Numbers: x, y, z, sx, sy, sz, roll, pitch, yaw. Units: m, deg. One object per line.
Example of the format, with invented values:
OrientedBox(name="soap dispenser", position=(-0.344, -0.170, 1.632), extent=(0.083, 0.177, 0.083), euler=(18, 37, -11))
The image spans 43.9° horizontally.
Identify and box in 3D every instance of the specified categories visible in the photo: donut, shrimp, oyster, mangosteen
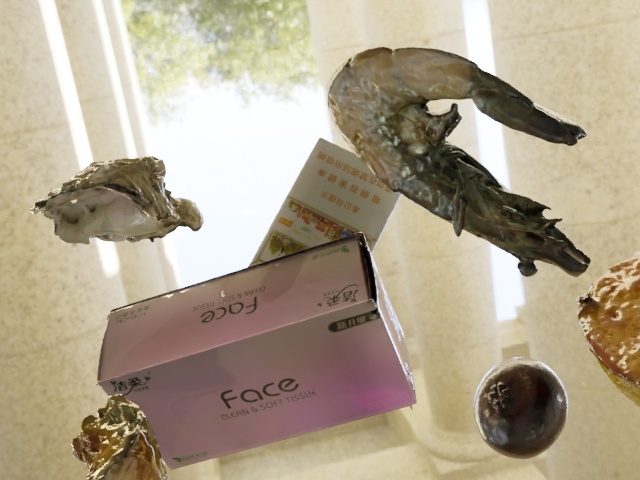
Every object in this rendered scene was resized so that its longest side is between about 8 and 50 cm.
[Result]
OrientedBox(name="donut", position=(0.410, 0.088, 0.867), extent=(0.253, 0.118, 0.253), euler=(-25, -157, 11))
OrientedBox(name="shrimp", position=(0.101, -0.049, 0.504), extent=(0.051, 0.217, 0.150), euler=(-59, -173, -25))
OrientedBox(name="oyster", position=(-0.228, -0.044, 0.929), extent=(0.191, 0.081, 0.163), euler=(25, 138, -35))
OrientedBox(name="mangosteen", position=(0.268, 0.221, 1.035), extent=(0.140, 0.140, 0.140), euler=(-9, -166, 2))

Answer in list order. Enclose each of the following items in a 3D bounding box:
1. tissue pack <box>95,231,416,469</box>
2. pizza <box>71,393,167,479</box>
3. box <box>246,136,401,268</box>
OrientedBox(name="tissue pack", position=(-0.050, 0.106, 0.711), extent=(0.246, 0.148, 0.092), euler=(-18, -140, 9))
OrientedBox(name="pizza", position=(-0.115, 0.219, 0.398), extent=(0.056, 0.271, 0.134), euler=(-8, 176, 34))
OrientedBox(name="box", position=(0.000, 0.000, 0.923), extent=(0.122, 0.220, 0.032), euler=(26, 169, 6))
